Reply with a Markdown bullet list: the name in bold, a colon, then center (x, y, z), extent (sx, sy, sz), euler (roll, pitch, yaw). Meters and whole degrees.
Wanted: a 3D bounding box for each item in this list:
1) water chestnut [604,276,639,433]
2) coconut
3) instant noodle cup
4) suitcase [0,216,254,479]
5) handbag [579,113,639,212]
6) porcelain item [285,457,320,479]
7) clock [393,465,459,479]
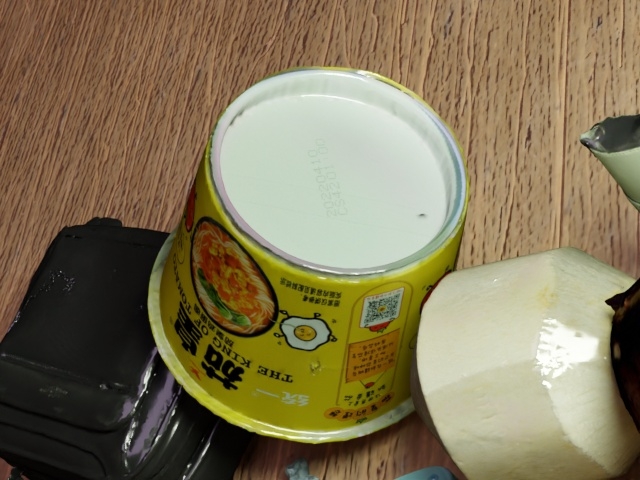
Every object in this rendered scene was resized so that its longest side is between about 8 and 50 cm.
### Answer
- **water chestnut**: center (0.380, 0.087, 1.286), extent (0.300, 0.300, 0.300), euler (-24, 42, 23)
- **coconut**: center (0.187, 0.119, 1.470), extent (0.241, 0.241, 0.241), euler (-24, 42, 23)
- **instant noodle cup**: center (0.000, 0.000, 1.596), extent (0.326, 0.254, 0.325), euler (5, 54, -7)
- **suitcase**: center (-0.214, 0.150, 1.837), extent (0.345, 0.188, 0.339), euler (8, 66, 44)
- **handbag**: center (0.368, -0.074, 1.405), extent (0.241, 0.315, 0.109), euler (-14, 44, 31)
- **porcelain item**: center (-0.010, 0.256, 1.662), extent (0.036, 0.028, 0.083), euler (-53, 37, 15)
- **clock**: center (0.071, 0.281, 1.552), extent (0.147, 0.045, 0.108), euler (-23, 41, 25)
